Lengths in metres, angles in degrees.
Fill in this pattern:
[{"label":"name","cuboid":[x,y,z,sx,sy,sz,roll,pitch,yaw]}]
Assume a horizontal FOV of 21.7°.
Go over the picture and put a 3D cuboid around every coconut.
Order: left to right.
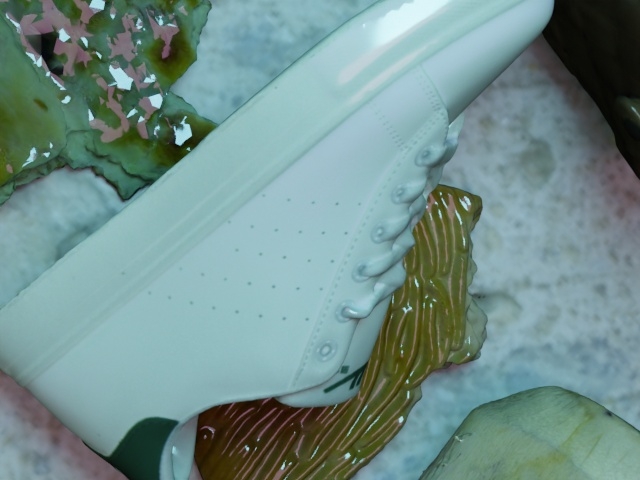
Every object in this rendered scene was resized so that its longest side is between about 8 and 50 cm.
[{"label":"coconut","cuboid":[0.129,0.187,0.938,0.194,0.194,0.194,-2,99,-13]}]

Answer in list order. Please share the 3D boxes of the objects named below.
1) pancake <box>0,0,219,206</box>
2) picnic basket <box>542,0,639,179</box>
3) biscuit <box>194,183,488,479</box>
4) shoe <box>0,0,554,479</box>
[{"label":"pancake","cuboid":[-0.136,-0.223,0.871,0.304,0.067,0.427,18,92,-17]},{"label":"picnic basket","cuboid":[0.265,-0.120,0.862,0.254,0.291,0.321,-40,93,-5]},{"label":"biscuit","cuboid":[0.011,0.073,0.966,0.176,0.031,0.229,9,96,-13]},{"label":"shoe","cuboid":[0.000,0.000,0.857,0.363,0.132,0.160,-37,96,15]}]
